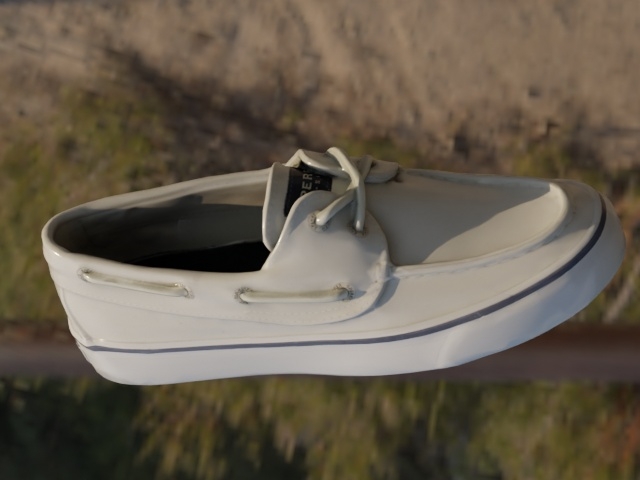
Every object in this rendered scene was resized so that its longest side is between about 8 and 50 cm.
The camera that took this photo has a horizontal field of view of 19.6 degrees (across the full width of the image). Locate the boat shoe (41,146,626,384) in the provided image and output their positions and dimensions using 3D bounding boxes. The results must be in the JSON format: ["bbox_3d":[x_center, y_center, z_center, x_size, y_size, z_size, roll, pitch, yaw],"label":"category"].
[{"bbox_3d":[0.000,0.000,0.845,0.267,0.096,0.088,-5,132,21],"label":"boat shoe"}]
